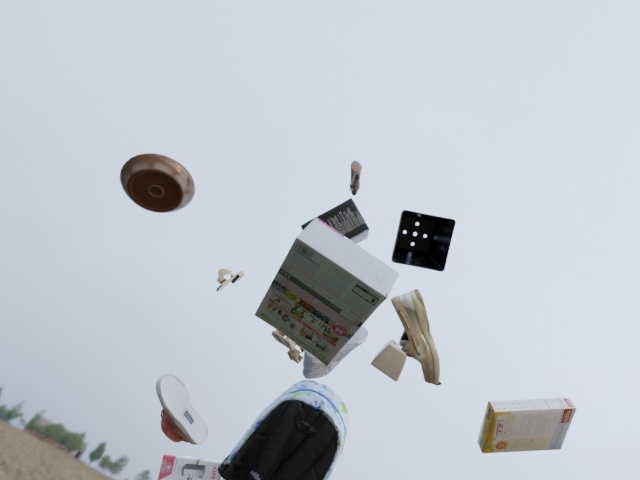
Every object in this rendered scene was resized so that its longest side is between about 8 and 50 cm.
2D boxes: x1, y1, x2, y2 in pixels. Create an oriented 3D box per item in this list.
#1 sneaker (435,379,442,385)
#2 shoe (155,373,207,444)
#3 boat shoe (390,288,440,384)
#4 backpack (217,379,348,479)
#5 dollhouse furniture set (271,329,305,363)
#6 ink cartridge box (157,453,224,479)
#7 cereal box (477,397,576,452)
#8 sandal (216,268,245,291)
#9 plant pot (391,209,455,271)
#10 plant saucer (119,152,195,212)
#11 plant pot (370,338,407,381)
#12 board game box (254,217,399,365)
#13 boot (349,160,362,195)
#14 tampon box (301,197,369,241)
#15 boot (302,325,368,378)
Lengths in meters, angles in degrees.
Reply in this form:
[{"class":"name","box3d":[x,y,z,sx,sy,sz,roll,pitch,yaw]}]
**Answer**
[{"class":"sneaker","box3d":[0.439,0.532,1.803,0.083,0.035,0.031,33,-53,-15]},{"class":"shoe","box3d":[-0.314,0.360,0.981,0.081,0.063,0.178,-14,-68,29]},{"class":"boat shoe","box3d":[0.278,0.292,1.366,0.098,0.109,0.302,-16,-74,2]},{"class":"backpack","box3d":[-0.073,0.568,1.308,0.290,0.273,0.355,32,-65,14]},{"class":"dollhouse furniture set","box3d":[-0.084,0.361,1.845,0.101,0.182,0.160,24,-35,35]},{"class":"ink cartridge box","box3d":[-0.387,0.754,1.425,0.218,0.158,0.092,-1,-26,16]},{"class":"cereal box","box3d":[0.581,0.525,1.317,0.240,0.047,0.172,0,-62,-6]},{"class":"sandal","box3d":[-0.433,0.164,2.121,0.088,0.240,0.079,-43,-95,18]},{"class":"plant pot","box3d":[0.355,-0.013,1.673,0.188,0.188,0.167,11,11,-1]},{"class":"plant saucer","box3d":[-0.443,-0.142,1.256,0.199,0.036,0.198,-2,-48,-2]},{"class":"plant pot","box3d":[0.256,0.416,1.650,0.109,0.096,0.109,32,11,12]},{"class":"board game box","box3d":[0.003,0.127,1.066,0.224,0.097,0.303,35,-49,3]},{"class":"boot","box3d":[0.121,-0.220,1.652,0.042,0.118,0.087,7,-51,-4]},{"class":"tampon box","box3d":[0.040,-0.025,1.300,0.101,0.161,0.120,61,-4,12]},{"class":"boot","box3d":[0.045,0.375,1.569,0.095,0.258,0.123,45,-43,38]}]
